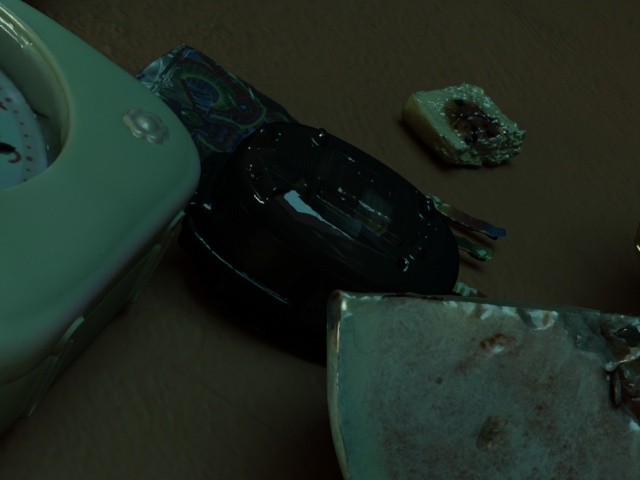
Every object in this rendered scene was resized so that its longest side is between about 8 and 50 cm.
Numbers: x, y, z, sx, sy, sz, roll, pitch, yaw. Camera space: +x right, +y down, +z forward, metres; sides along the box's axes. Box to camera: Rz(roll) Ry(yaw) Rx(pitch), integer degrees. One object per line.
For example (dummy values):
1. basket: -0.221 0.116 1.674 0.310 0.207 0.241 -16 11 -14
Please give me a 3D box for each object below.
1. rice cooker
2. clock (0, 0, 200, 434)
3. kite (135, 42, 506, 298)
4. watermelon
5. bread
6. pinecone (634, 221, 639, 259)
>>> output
1. rice cooker: 0.000 0.000 0.841 0.165 0.106 0.112 33 37 -15
2. clock: -0.239 -0.056 0.731 0.324 0.108 0.265 35 33 2
3. kite: -0.004 -0.037 0.959 0.285 0.015 0.152 26 39 0
4. watermelon: 0.132 0.127 0.767 0.322 0.188 0.175 12 -5 -12
5. bread: 0.106 -0.088 1.070 0.083 0.035 0.070 -11 51 -37
6. pinecone: 0.348 -0.001 0.960 0.264 0.264 0.264 18 38 -15
